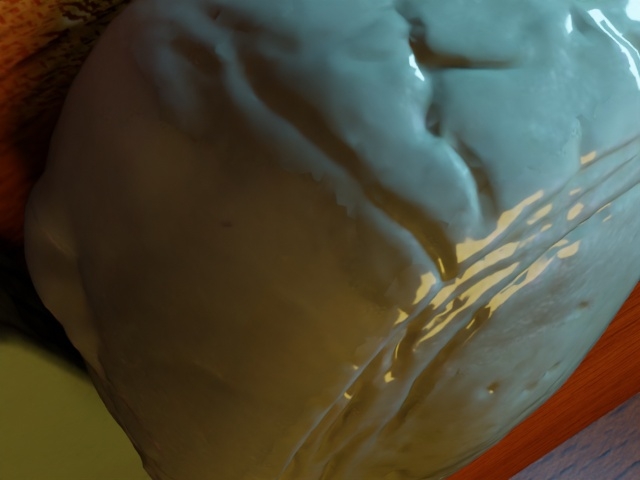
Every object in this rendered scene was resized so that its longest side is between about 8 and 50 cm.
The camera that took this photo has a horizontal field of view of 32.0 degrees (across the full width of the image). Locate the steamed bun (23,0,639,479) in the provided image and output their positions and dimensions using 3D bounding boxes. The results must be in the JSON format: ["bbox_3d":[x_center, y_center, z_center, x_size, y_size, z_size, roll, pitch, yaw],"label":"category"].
[{"bbox_3d":[-0.002,-0.001,0.543,0.236,0.247,0.383,-19,153,-38],"label":"steamed bun"}]

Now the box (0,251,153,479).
[{"bbox_3d":[-0.291,0.175,0.668,0.396,0.111,0.396,-34,156,-1],"label":"box"}]
